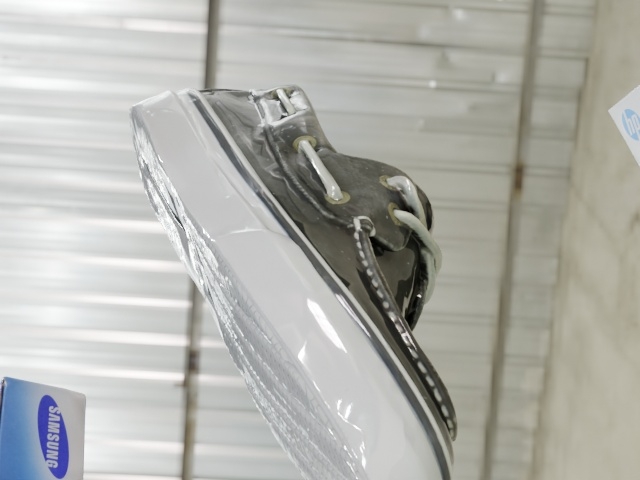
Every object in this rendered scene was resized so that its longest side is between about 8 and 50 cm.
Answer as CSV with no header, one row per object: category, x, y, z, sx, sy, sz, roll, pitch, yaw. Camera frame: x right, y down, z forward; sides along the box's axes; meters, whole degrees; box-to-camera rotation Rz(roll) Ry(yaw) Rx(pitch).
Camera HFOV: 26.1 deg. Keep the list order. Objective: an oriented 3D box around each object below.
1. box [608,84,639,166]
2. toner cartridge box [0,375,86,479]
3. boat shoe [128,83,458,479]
box,0.286,-0.040,0.951,0.186,0.038,0.145,64,161,7
toner cartridge box,-0.241,0.290,1.058,0.348,0.075,0.165,-98,31,-47
boat shoe,0.000,0.000,0.669,0.335,0.119,0.121,-124,17,-50
